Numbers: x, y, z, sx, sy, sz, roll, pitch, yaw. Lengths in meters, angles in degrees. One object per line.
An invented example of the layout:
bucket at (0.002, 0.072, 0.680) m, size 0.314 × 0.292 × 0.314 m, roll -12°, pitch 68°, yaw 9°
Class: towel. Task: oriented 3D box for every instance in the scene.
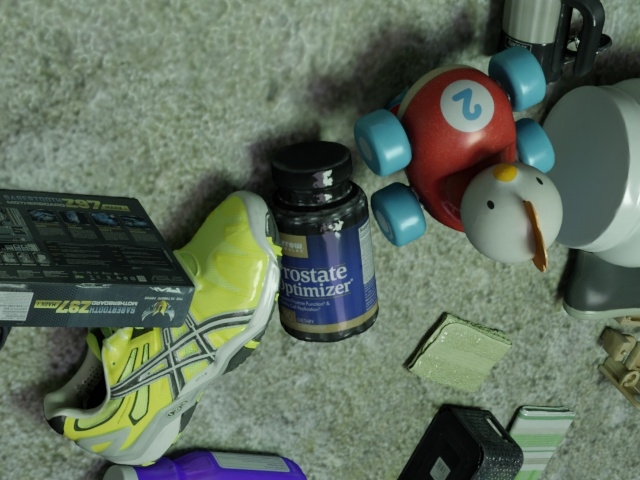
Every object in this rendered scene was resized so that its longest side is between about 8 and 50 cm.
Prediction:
towel at (0.325, 0.321, 2.127) m, size 0.113 × 0.023 × 0.152 m, roll 7°, pitch 122°, yaw -32°
towel at (0.198, 0.164, 1.922) m, size 0.148 × 0.027 × 0.110 m, roll 21°, pitch 112°, yaw -40°

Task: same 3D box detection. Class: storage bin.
storage bin at (0.202, 0.346, 1.996) m, size 0.084 × 0.122 × 0.180 m, roll 10°, pitch 118°, yaw -36°

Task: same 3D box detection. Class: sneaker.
sneaker at (-0.180, 0.106, 1.570) m, size 0.147 × 0.145 × 0.385 m, roll 19°, pitch 110°, yaw -40°
sneaker at (0.459, 0.040, 1.948) m, size 0.222 × 0.083 × 0.118 m, roll -12°, pitch 128°, yaw -22°

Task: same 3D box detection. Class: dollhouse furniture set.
dollhouse furniture set at (0.513, 0.175, 2.054) m, size 0.144 × 0.123 × 0.151 m, roll 6°, pitch 120°, yaw -35°

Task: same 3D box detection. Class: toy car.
toy car at (0.194, -0.064, 1.506) m, size 0.219 × 0.238 × 0.210 m, roll -26°, pitch 132°, yaw -12°

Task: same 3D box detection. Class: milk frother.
milk frother at (0.285, -0.269, 1.613) m, size 0.143 × 0.129 × 0.135 m, roll -56°, pitch 156°, yaw -50°

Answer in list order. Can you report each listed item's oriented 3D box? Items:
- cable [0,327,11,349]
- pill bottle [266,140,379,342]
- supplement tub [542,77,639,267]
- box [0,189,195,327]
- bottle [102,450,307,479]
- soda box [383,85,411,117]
cable at (-0.407, 0.083, 1.489) m, size 0.150 × 0.047 × 0.184 m, roll 13°, pitch 113°, yaw -43°
pill bottle at (0.000, 0.000, 1.600) m, size 0.123 × 0.123 × 0.219 m, roll -17°, pitch 117°, yaw -20°
supplement tub at (0.467, -0.081, 1.741) m, size 0.331 × 0.241 × 0.241 m, roll 4°, pitch 121°, yaw -26°
box at (-0.271, 0.018, 1.418) m, size 0.232 × 0.183 × 0.059 m, roll 3°, pitch 122°, yaw -34°
bottle at (-0.153, 0.338, 1.796) m, size 0.283 × 0.092 × 0.118 m, roll 10°, pitch 117°, yaw -36°
soda box at (0.149, -0.095, 1.668) m, size 0.071 × 0.067 × 0.210 m, roll -43°, pitch 133°, yaw 4°
